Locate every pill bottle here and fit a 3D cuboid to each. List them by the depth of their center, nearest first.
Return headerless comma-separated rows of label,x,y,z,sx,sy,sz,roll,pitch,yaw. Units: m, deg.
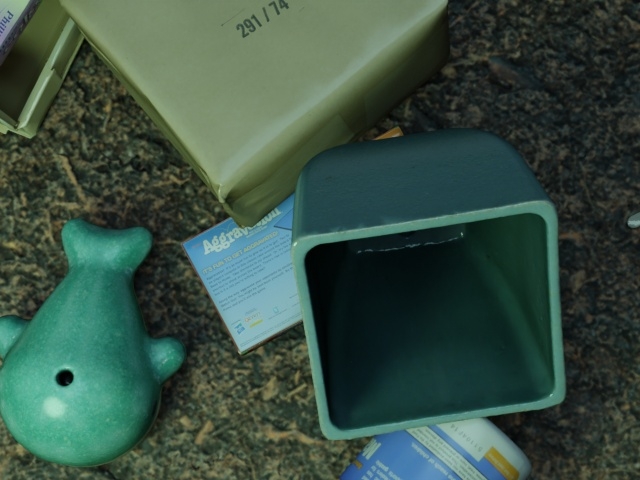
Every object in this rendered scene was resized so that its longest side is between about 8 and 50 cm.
pill bottle,0.081,0.291,1.538,0.152,0.152,0.272,41,83,8

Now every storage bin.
storage bin,-0.398,-0.285,1.673,0.260,0.123,0.262,24,81,6

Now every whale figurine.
whale figurine,-0.254,0.106,1.587,0.216,0.141,0.272,9,80,4

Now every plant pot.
plant pot,0.099,0.014,1.499,0.247,0.252,0.248,-9,124,1

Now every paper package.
paper package,-0.064,-0.234,1.617,0.325,0.168,0.309,-40,75,-4

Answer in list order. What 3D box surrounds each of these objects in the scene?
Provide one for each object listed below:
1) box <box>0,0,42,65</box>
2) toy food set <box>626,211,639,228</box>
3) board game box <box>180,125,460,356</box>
box,-0.395,-0.304,1.502,0.243,0.117,0.214,33,97,-8
toy food set,0.422,0.043,1.613,0.128,0.071,0.218,-17,79,-1
board game box,0.000,0.000,1.657,0.281,0.027,0.145,-28,82,-3
